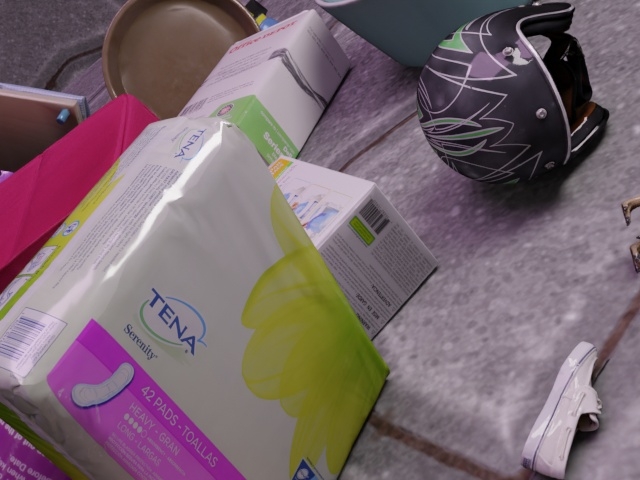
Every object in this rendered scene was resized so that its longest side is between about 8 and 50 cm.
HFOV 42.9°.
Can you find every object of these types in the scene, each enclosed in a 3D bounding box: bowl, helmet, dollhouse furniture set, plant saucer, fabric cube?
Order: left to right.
[{"bbox_3d":[-0.306,-0.139,1.065,0.287,0.303,0.198,8,48,9],"label":"dollhouse furniture set"},{"bbox_3d":[-0.226,0.041,0.878,0.259,0.254,0.258,-35,28,8],"label":"fabric cube"},{"bbox_3d":[-0.228,-0.299,1.385,0.278,0.278,0.041,-44,5,-7],"label":"plant saucer"},{"bbox_3d":[0.162,-0.342,1.059,0.312,0.163,0.311,-30,29,18],"label":"bowl"},{"bbox_3d":[0.169,-0.129,0.743,0.162,0.169,0.169,-37,23,-30],"label":"helmet"}]

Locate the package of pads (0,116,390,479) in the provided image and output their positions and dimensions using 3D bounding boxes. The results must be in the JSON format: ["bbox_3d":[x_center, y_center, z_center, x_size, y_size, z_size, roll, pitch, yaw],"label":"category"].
[{"bbox_3d":[-0.075,0.088,0.578,0.101,0.296,0.229,4,49,37],"label":"package of pads"}]

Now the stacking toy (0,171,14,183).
[{"bbox_3d":[-0.513,-0.087,1.364,0.166,0.302,0.175,-39,27,3],"label":"stacking toy"}]

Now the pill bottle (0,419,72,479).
[{"bbox_3d":[-0.229,0.209,0.681,0.301,0.169,0.169,-60,29,1],"label":"pill bottle"}]

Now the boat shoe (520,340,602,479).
[{"bbox_3d":[0.167,0.112,0.535,0.035,0.035,0.100,20,56,28],"label":"boat shoe"}]

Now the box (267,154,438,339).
[{"bbox_3d":[0.000,0.000,0.809,0.103,0.114,0.203,-47,30,-10],"label":"box"}]

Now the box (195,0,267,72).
[{"bbox_3d":[-0.187,-0.339,1.535,0.184,0.045,0.191,-53,4,-26],"label":"box"}]

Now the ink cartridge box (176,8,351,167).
[{"bbox_3d":[-0.100,-0.200,1.223,0.198,0.114,0.272,-10,40,42],"label":"ink cartridge box"}]

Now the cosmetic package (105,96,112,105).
[{"bbox_3d":[-0.352,-0.219,1.522,0.160,0.113,0.309,-51,20,27],"label":"cosmetic package"}]

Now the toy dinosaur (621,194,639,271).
[{"bbox_3d":[0.269,-0.012,0.585,0.093,0.053,0.183,-11,44,18],"label":"toy dinosaur"}]

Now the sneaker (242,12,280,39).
[{"bbox_3d":[-0.130,-0.303,1.468,0.209,0.082,0.069,-51,5,21],"label":"sneaker"}]
